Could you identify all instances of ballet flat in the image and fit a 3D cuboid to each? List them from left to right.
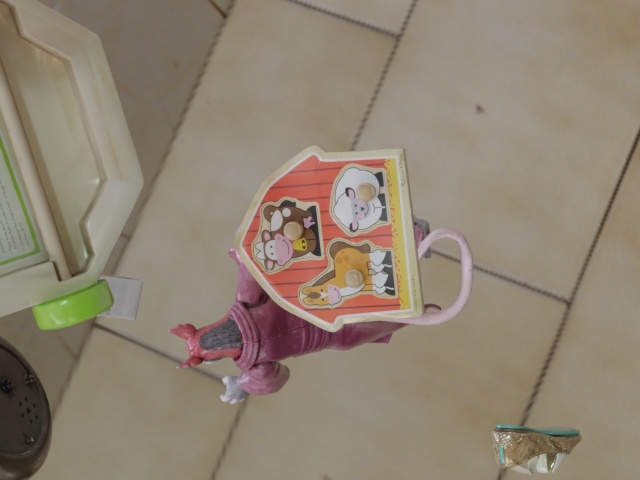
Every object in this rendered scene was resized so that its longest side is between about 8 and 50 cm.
[{"bbox_3d":[0.300,0.293,1.793,0.073,0.206,0.067,-2,82,42],"label":"ballet flat"}]

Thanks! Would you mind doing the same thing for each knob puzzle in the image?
[{"bbox_3d":[0.000,0.000,1.303,0.213,0.030,0.213,3,99,19],"label":"knob puzzle"}]

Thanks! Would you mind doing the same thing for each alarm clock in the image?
[{"bbox_3d":[-0.255,0.149,0.996,0.064,0.129,0.192,-23,99,21],"label":"alarm clock"}]

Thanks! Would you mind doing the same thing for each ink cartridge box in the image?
[{"bbox_3d":[-0.323,0.083,1.934,0.029,0.115,0.063,12,90,40],"label":"ink cartridge box"}]

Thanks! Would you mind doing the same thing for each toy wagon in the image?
[{"bbox_3d":[-0.296,-0.041,0.846,0.344,0.068,0.267,-20,98,-21],"label":"toy wagon"}]

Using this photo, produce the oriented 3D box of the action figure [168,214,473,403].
[{"bbox_3d":[-0.016,0.109,1.664,0.275,0.370,0.248,20,123,55],"label":"action figure"}]
